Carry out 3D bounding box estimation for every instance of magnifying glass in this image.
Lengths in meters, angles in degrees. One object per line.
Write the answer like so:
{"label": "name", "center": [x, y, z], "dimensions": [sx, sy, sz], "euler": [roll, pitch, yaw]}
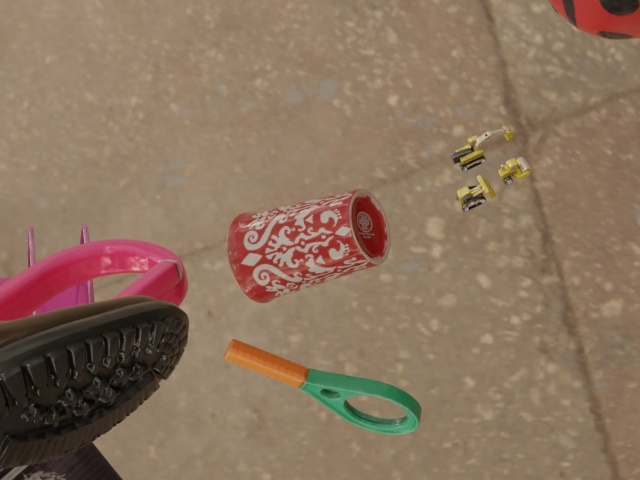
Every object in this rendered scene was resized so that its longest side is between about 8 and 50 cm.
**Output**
{"label": "magnifying glass", "center": [0.004, 0.162, 1.347], "dimensions": [0.092, 0.231, 0.026], "euler": [127, 165, -56]}

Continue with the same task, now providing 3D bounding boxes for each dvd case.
{"label": "dvd case", "center": [-0.331, 0.329, 1.521], "dimensions": [0.164, 0.221, 0.018], "euler": [-41, 44, -16]}

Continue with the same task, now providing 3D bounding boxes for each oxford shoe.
{"label": "oxford shoe", "center": [-0.168, 0.059, 0.563], "dimensions": [0.096, 0.227, 0.083], "euler": [47, 138, 36]}

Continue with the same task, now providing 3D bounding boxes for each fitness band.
{"label": "fitness band", "center": [-0.274, 0.071, 1.342], "dimensions": [0.209, 0.291, 0.054], "euler": [3, 116, 31]}

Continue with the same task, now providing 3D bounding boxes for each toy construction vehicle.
{"label": "toy construction vehicle", "center": [0.203, -0.092, 1.502], "dimensions": [0.098, 0.035, 0.086], "euler": [-25, 50, 6]}

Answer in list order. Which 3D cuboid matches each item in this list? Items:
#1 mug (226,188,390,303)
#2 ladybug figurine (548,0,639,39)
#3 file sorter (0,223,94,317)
{"label": "mug", "center": [-0.005, -0.007, 1.457], "dimensions": [0.169, 0.150, 0.113], "euler": [-15, 113, 32]}
{"label": "ladybug figurine", "center": [0.342, -0.392, 1.468], "dimensions": [0.162, 0.449, 0.305], "euler": [-45, 53, -9]}
{"label": "file sorter", "center": [-0.429, 0.096, 1.534], "dimensions": [0.182, 0.290, 0.202], "euler": [109, 154, -55]}
